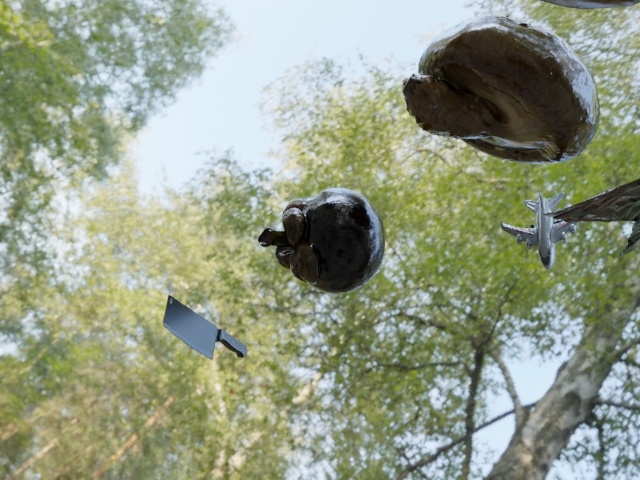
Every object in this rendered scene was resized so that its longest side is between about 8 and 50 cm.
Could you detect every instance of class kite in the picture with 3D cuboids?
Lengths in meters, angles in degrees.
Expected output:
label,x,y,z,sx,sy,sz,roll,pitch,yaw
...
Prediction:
label,x,y,z,sx,sy,sz,roll,pitch,yaw
kite,0.232,-0.017,0.544,0.139,0.011,0.157,2,-21,14

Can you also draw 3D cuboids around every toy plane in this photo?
label,x,y,z,sx,sy,sz,roll,pitch,yaw
toy plane,0.416,-0.016,1.394,0.162,0.171,0.065,-12,-34,26

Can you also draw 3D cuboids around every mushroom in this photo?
label,x,y,z,sx,sy,sz,roll,pitch,yaw
mushroom,0.321,-0.254,1.307,0.345,0.345,0.239,38,-71,20

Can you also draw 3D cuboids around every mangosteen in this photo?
label,x,y,z,sx,sy,sz,roll,pitch,yaw
mangosteen,0.000,0.000,1.459,0.211,0.249,0.212,-179,-90,-73

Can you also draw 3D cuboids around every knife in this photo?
label,x,y,z,sx,sy,sz,roll,pitch,yaw
knife,-0.216,0.185,1.431,0.019,0.072,0.245,-12,-35,29

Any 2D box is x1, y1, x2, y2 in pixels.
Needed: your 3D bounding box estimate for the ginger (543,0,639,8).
label,x,y,z,sx,sy,sz,roll,pitch,yaw
ginger,0.150,-0.298,0.640,0.165,0.321,0.172,120,-31,-41
